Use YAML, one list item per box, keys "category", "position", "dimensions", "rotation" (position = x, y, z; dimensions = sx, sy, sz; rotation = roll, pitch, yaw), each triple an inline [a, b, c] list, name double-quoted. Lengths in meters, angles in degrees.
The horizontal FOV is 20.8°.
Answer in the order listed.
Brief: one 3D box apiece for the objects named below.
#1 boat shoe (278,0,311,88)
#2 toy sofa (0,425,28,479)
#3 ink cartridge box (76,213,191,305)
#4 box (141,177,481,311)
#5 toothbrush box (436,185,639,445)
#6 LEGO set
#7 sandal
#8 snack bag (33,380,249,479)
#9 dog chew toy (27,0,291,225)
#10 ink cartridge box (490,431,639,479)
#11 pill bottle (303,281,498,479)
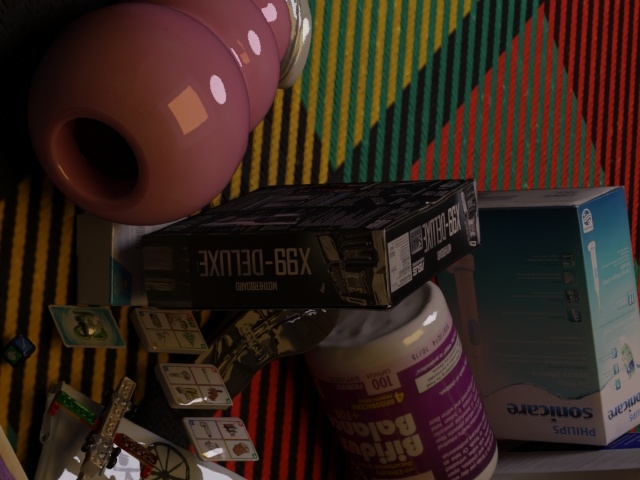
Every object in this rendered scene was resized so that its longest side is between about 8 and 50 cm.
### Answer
- category: "boat shoe"
  position: [-0.065, -0.273, 1.836]
  dimensions: [0.081, 0.079, 0.227]
  rotation: [2, 83, -43]
- category: "toy sofa"
  position: [-0.355, 0.170, 1.366]
  dimensions: [0.150, 0.177, 0.362]
  rotation: [-45, 124, -43]
- category: "ink cartridge box"
  position: [-0.177, 0.019, 1.695]
  dimensions: [0.122, 0.052, 0.088]
  rotation: [3, 87, -51]
- category: "box"
  position: [0.000, 0.000, 1.706]
  dimensions: [0.307, 0.242, 0.076]
  rotation: [-29, 115, -67]
- category: "toothbrush box"
  position: [0.268, 0.090, 2.129]
  dimensions: [0.126, 0.216, 0.295]
  rotation: [-19, 103, -50]
- category: "LEGO set"
  position: [-0.190, 0.146, 1.650]
  dimensions: [0.244, 0.060, 0.182]
  rotation: [6, 48, -47]
- category: "sandal"
  position: [-0.071, 0.102, 1.831]
  dimensions: [0.219, 0.060, 0.090]
  rotation: [-39, 114, -29]
- category: "snack bag"
  position: [-0.152, 0.337, 1.620]
  dimensions: [0.342, 0.037, 0.323]
  rotation: [32, 49, -29]
- category: "dog chew toy"
  position: [-0.132, -0.158, 1.651]
  dimensions: [0.332, 0.207, 0.206]
  rotation: [-53, 129, -48]
- category: "ink cartridge box"
  position: [0.317, 0.274, 2.060]
  dimensions: [0.176, 0.371, 0.069]
  rotation: [-15, 93, -51]
- category: "pill bottle"
  position: [0.101, 0.204, 1.950]
  dimensions: [0.169, 0.169, 0.301]
  rotation: [-45, 122, -43]
